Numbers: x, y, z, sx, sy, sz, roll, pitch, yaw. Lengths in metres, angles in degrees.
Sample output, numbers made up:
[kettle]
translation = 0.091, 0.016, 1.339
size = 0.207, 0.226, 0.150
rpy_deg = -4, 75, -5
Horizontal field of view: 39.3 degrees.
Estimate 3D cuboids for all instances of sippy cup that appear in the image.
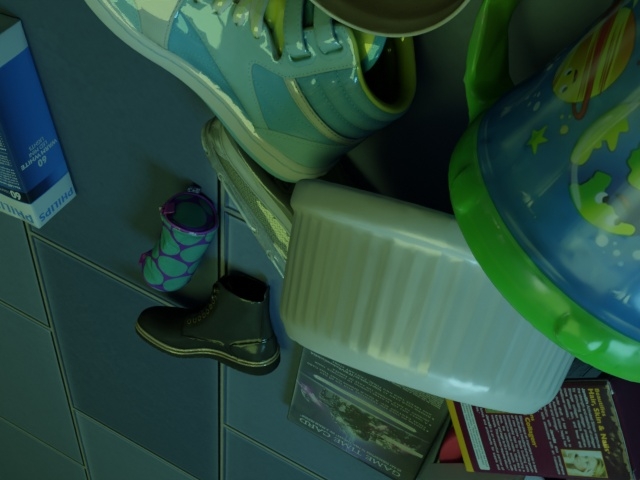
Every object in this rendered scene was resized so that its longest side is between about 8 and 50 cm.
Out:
[sippy cup]
translation = 0.234, -0.065, 0.556
size = 0.305, 0.240, 0.224
rpy_deg = 30, 132, -6

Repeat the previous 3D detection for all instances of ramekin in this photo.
[ramekin]
translation = 0.090, 0.047, 0.733
size = 0.272, 0.127, 0.273
rpy_deg = 17, 179, 0

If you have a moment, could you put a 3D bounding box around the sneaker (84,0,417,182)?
[sneaker]
translation = -0.048, -0.196, 0.710
size = 0.319, 0.127, 0.208
rpy_deg = 41, 146, -21

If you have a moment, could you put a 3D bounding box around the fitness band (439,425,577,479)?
[fitness band]
translation = 0.261, 0.314, 1.058
size = 0.209, 0.054, 0.291
rpy_deg = -12, 121, 45

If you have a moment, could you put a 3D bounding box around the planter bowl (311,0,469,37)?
[planter bowl]
translation = 0.056, -0.234, 0.595
size = 0.162, 0.109, 0.162
rpy_deg = 22, 140, 20

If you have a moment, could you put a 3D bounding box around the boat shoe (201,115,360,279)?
[boat shoe]
translation = -0.002, 0.001, 0.893
size = 0.320, 0.118, 0.103
rpy_deg = 53, 150, -14

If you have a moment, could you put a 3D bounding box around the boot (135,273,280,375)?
[boot]
translation = -0.145, 0.084, 1.133
size = 0.197, 0.077, 0.137
rpy_deg = 10, 132, 12

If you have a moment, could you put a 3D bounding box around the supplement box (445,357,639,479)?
[supplement box]
translation = 0.227, 0.170, 0.887
size = 0.188, 0.080, 0.104
rpy_deg = -9, 102, 43

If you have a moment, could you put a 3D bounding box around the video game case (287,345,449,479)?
[video game case]
translation = 0.059, 0.198, 1.120
size = 0.196, 0.026, 0.274
rpy_deg = 27, 143, 13

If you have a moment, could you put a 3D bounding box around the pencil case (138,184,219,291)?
[pencil case]
translation = -0.169, 0.003, 1.061
size = 0.070, 0.065, 0.152
rpy_deg = 23, 143, -8

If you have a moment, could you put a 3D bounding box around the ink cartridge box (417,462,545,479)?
[ink cartridge box]
translation = 0.204, 0.387, 1.002
size = 0.233, 0.168, 0.171
rpy_deg = 50, 143, -16

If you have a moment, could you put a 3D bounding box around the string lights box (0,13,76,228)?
[string lights box]
translation = -0.396, -0.147, 1.073
size = 0.133, 0.077, 0.260
rpy_deg = 20, 140, 22
